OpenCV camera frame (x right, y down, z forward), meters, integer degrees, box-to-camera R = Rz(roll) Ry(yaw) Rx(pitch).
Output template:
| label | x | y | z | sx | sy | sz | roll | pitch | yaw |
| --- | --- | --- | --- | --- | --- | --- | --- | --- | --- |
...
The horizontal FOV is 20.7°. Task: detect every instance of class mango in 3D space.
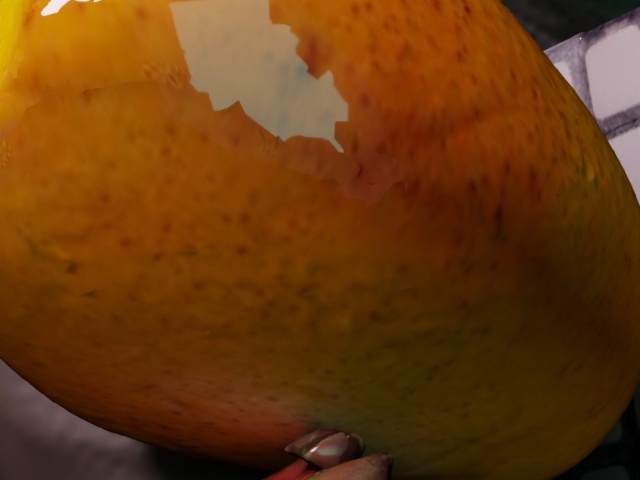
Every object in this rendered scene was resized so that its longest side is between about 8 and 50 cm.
| label | x | y | z | sx | sy | sz | roll | pitch | yaw |
| --- | --- | --- | --- | --- | --- | --- | --- | --- | --- |
| mango | 0.000 | 0.000 | 0.621 | 0.350 | 0.199 | 0.201 | 37 | 88 | -37 |

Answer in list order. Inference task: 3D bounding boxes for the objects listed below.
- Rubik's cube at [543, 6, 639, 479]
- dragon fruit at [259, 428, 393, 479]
| label | x | y | z | sx | sy | sz | roll | pitch | yaw |
| --- | --- | --- | --- | --- | --- | --- | --- | --- | --- |
| Rubik's cube | 0.249 | 0.006 | 0.737 | 0.237 | 0.238 | 0.236 | 0 | 75 | -33 |
| dragon fruit | 0.008 | 0.160 | 0.561 | 0.274 | 0.193 | 0.192 | -37 | 104 | -13 |
